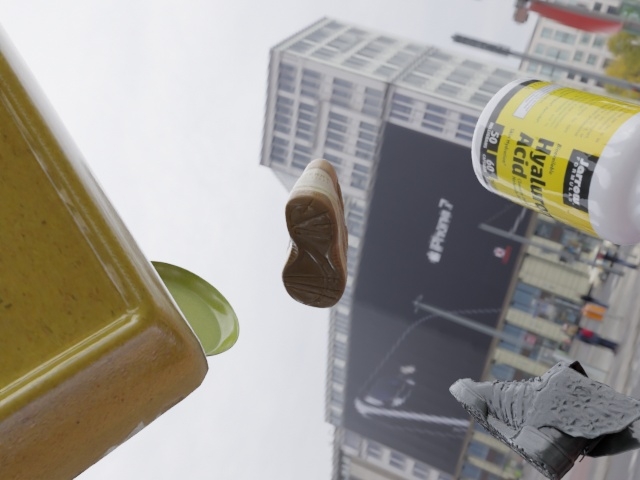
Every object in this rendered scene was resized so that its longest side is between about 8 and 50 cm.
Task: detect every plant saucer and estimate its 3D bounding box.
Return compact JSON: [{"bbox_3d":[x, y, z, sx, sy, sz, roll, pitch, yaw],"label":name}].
[{"bbox_3d":[-0.239,0.004,0.389,0.332,0.333,0.081,-34,3,-40],"label":"plant saucer"},{"bbox_3d":[-0.260,0.129,1.465,0.037,0.241,0.241,-56,-10,26],"label":"plant saucer"}]

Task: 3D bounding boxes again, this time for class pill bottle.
[{"bbox_3d":[0.135,-0.036,0.393,0.065,0.116,0.065,-16,-61,-32],"label":"pill bottle"}]

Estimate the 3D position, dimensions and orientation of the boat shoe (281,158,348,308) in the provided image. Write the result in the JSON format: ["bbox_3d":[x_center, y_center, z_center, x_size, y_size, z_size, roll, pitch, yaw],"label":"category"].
[{"bbox_3d":[0.000,0.000,1.470,0.341,0.121,0.110,95,-171,-52],"label":"boat shoe"}]

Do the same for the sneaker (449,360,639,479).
[{"bbox_3d":[0.180,0.131,0.652,0.089,0.170,0.051,-45,-64,-6],"label":"sneaker"}]
